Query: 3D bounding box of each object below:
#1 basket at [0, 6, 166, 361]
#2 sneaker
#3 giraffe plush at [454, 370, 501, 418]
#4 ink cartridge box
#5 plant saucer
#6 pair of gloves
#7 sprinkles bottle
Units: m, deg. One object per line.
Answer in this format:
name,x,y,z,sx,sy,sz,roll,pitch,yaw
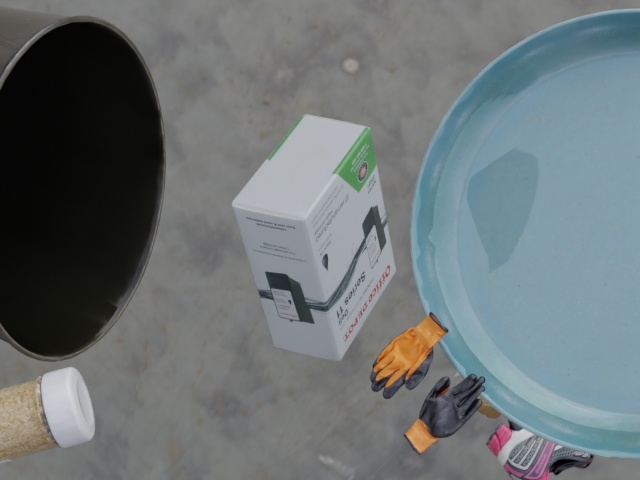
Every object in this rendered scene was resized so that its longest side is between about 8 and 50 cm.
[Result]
basket,-0.220,-0.056,0.645,0.227,0.204,0.154,19,57,19
sneaker,0.403,0.295,1.900,0.299,0.121,0.112,-24,62,-21
giraffe plush,0.356,0.261,2.100,0.170,0.210,0.181,41,65,-18
ink cartridge box,0.000,0.000,1.268,0.087,0.208,0.153,13,48,26
plant saucer,0.221,-0.005,0.876,0.318,0.044,0.317,0,90,22
pair of gloves,0.075,0.102,0.867,0.074,0.010,0.083,-45,60,16
sprinkles bottle,-0.538,0.302,1.905,0.355,0.121,0.121,-16,71,0
